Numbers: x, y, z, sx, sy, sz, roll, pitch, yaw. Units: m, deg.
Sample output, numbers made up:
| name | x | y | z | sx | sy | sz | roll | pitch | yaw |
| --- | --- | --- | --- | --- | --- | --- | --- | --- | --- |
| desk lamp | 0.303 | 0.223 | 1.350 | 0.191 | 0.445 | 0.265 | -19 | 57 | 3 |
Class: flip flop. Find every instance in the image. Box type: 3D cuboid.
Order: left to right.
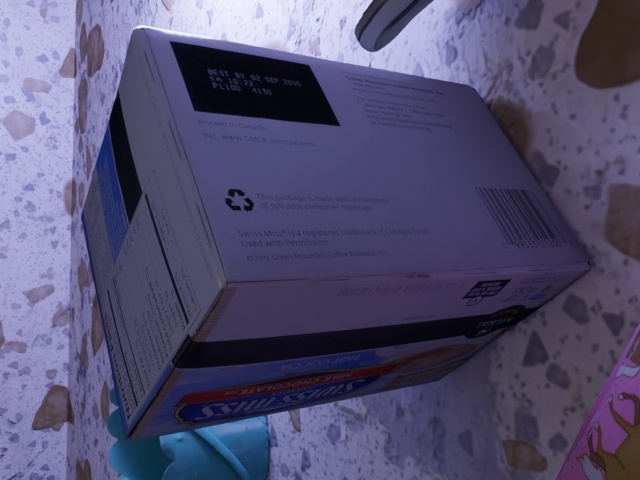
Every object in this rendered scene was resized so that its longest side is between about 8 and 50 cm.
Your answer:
| name | x | y | z | sx | sy | sz | roll | pitch | yaw |
| --- | --- | --- | --- | --- | --- | --- | --- | --- | --- |
| flip flop | 0.137 | -0.251 | 0.580 | 0.277 | 0.112 | 0.080 | -34 | 89 | 48 |

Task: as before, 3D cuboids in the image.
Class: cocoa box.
| name | x | y | z | sx | sy | sz | roll | pitch | yaw |
| --- | --- | --- | --- | --- | --- | --- | --- | --- | --- |
| cocoa box | 0.000 | 0.000 | 0.550 | 0.228 | 0.347 | 0.231 | -53 | 49 | 42 |

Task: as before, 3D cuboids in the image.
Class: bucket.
| name | x | y | z | sx | sy | sz | roll | pitch | yaw |
| --- | --- | --- | --- | --- | --- | --- | --- | --- | --- |
| bucket | -0.219 | 0.327 | 1.016 | 0.281 | 0.183 | 0.281 | 1 | 91 | 56 |

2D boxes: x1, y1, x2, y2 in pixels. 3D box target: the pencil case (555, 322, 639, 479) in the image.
| name | x | y | z | sx | sy | sz | roll | pitch | yaw |
| --- | --- | --- | --- | --- | --- | --- | --- | --- | --- |
| pencil case | 0.233 | 0.151 | 0.378 | 0.167 | 0.160 | 0.386 | -112 | 34 | -63 |
